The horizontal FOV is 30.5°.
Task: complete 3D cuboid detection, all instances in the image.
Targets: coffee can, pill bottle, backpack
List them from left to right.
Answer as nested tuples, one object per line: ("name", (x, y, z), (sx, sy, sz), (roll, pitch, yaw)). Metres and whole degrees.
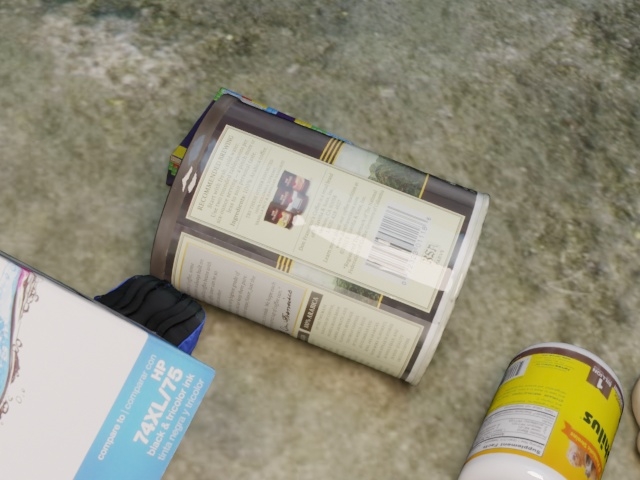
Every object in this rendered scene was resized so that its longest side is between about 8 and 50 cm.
("backpack", (-0.171, 0.092, 1.066), (0.098, 0.101, 0.120), (34, 39, 7))
("coffee can", (0.000, 0.000, 1.138), (0.275, 0.201, 0.201), (22, 45, 3))
("pill bottle", (0.197, 0.200, 1.064), (0.117, 0.117, 0.215), (26, 46, 9))

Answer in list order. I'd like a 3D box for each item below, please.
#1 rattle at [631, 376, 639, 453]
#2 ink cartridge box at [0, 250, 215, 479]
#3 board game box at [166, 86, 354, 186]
("rattle", (0.374, 0.170, 1.138), (0.130, 0.143, 0.200), (48, 43, 4))
("ink cartridge box", (-0.260, 0.103, 0.841), (0.270, 0.198, 0.197), (31, 83, -26))
("board game box", (-0.065, -0.086, 1.310), (0.170, 0.048, 0.141), (24, 47, 6))
